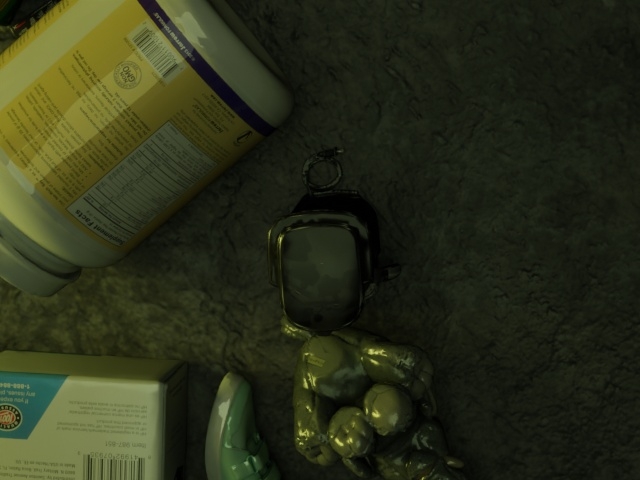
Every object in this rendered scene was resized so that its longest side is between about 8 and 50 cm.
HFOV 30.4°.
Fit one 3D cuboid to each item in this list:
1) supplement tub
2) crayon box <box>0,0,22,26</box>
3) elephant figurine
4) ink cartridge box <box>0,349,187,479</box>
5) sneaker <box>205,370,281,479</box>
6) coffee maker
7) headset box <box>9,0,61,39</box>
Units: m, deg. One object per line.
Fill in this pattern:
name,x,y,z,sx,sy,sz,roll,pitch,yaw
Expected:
supplement tub,-0.218,-0.123,1.204,0.331,0.241,0.241,-39,91,8
crayon box,-0.312,-0.385,1.207,0.083,0.203,0.323,30,97,2
elephant figurine,0.074,0.201,1.261,0.169,0.239,0.186,-8,59,28
ink cartridge box,-0.269,0.287,1.303,0.223,0.129,0.307,3,95,5
sneaker,-0.043,0.265,1.295,0.151,0.094,0.256,1,105,11
coffee maker,0.000,0.000,1.225,0.120,0.178,0.171,-26,92,7
headset box,-0.293,-0.217,1.307,0.062,0.032,0.083,-33,92,8
